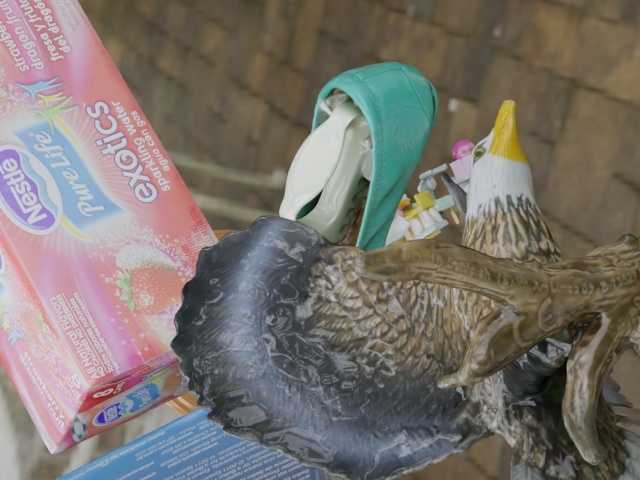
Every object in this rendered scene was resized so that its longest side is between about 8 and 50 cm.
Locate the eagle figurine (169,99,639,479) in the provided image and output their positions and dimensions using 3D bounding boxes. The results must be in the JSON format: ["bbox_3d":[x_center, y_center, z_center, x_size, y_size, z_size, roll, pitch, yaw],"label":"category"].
[{"bbox_3d":[0.080,0.040,0.931,0.225,0.226,0.298,-56,13,-21],"label":"eagle figurine"}]

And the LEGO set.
[{"bbox_3d":[0.033,-0.035,1.436,0.132,0.287,0.107,-33,84,23],"label":"LEGO set"}]

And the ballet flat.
[{"bbox_3d":[0.000,0.000,1.153,0.083,0.087,0.247,36,116,45],"label":"ballet flat"}]

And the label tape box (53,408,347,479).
[{"bbox_3d":[-0.083,0.275,1.435,0.115,0.249,0.348,60,-173,-31],"label":"label tape box"}]

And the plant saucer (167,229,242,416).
[{"bbox_3d":[-0.082,0.083,1.733,0.037,0.200,0.200,143,133,-64],"label":"plant saucer"}]

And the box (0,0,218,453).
[{"bbox_3d":[-0.192,-0.019,1.317,0.300,0.142,0.154,59,151,13],"label":"box"}]
